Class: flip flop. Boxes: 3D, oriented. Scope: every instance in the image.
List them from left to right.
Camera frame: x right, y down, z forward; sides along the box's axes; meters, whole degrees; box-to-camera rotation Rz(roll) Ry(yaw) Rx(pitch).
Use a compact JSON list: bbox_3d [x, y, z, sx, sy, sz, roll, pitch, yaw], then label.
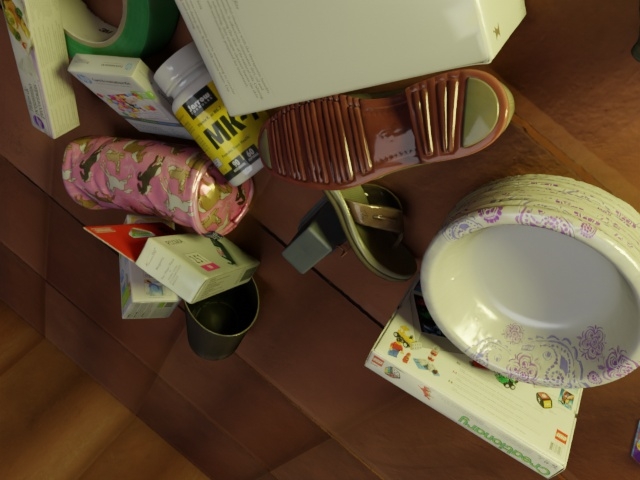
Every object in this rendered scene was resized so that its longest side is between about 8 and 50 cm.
[{"bbox_3d":[0.078,-0.054,0.817,0.080,0.112,0.277,-23,105,30],"label":"flip flop"}]

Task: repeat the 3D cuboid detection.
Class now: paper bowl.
[{"bbox_3d":[0.287,0.043,0.697,0.284,0.148,0.285,21,136,22],"label":"paper bowl"}]

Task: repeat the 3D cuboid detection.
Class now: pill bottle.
[{"bbox_3d":[-0.157,-0.200,0.842,0.119,0.119,0.209,-26,108,46],"label":"pill bottle"}]

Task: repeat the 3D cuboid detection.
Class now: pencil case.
[{"bbox_3d":[-0.320,-0.110,1.018,0.385,0.160,0.167,14,108,28],"label":"pencil case"}]

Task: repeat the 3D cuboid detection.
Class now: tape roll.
[{"bbox_3d":[-0.368,-0.433,0.831,0.321,0.077,0.322,20,135,21],"label":"tape roll"}]

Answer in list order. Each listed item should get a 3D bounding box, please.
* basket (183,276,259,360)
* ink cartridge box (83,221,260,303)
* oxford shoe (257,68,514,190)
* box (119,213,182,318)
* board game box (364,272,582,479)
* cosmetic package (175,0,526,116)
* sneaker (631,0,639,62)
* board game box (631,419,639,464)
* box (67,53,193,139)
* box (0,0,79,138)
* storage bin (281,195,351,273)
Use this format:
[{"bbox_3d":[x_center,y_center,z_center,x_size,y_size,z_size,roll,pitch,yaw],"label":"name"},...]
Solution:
[{"bbox_3d":[-0.231,0.170,1.195,0.205,0.154,0.227,63,153,27],"label":"basket"},{"bbox_3d":[-0.266,0.012,1.012,0.238,0.275,0.060,34,100,8],"label":"ink cartridge box"},{"bbox_3d":[0.078,-0.137,0.697,0.347,0.130,0.123,0,102,31],"label":"oxford shoe"},{"bbox_3d":[-0.377,0.057,1.163,0.114,0.103,0.203,-42,53,50],"label":"box"},{"bbox_3d":[0.245,0.195,0.827,0.305,0.193,0.053,30,137,13],"label":"board game box"},{"bbox_3d":[0.020,-0.282,0.611,0.365,0.155,0.197,0,125,36],"label":"cosmetic package"},{"bbox_3d":[0.407,-0.221,0.417,0.286,0.109,0.130,0,119,35],"label":"sneaker"},{"bbox_3d":[0.570,0.346,0.835,0.133,0.033,0.169,10,130,30],"label":"board game box"},{"bbox_3d":[-0.310,-0.243,0.910,0.145,0.038,0.186,13,163,25],"label":"box"},{"bbox_3d":[-0.476,-0.324,0.900,0.063,0.067,0.324,31,140,12],"label":"box"},{"bbox_3d":[0.000,0.000,0.919,0.098,0.091,0.135,44,140,-4],"label":"storage bin"}]
